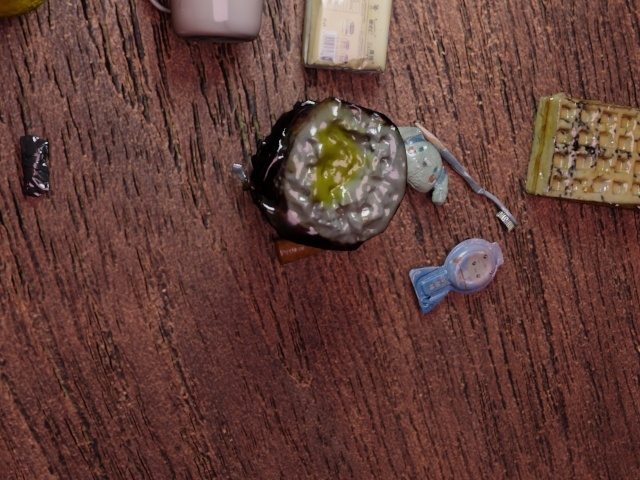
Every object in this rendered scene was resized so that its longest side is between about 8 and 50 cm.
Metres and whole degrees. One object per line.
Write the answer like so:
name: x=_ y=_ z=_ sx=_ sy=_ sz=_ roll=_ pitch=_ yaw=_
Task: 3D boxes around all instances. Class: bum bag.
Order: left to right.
bum bag: x=-0.571 y=-0.148 z=1.300 sx=0.057 sy=0.034 sz=0.125 roll=-2 pitch=100 yaw=-1

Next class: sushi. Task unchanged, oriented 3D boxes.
sushi: x=0.004 y=-0.133 z=1.328 sx=0.281 sy=0.294 sz=0.299 roll=38 pitch=89 yaw=-21

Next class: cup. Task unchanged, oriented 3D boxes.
cup: x=-0.233 y=-0.497 z=1.273 sx=0.252 sy=0.191 sz=0.201 roll=5 pitch=102 yaw=14

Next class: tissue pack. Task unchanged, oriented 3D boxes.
tissue pack: x=0.058 y=-0.475 z=1.392 sx=0.186 sy=0.090 sz=0.223 roll=1 pitch=97 yaw=-13

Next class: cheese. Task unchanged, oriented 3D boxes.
cheese: x=0.337 y=0.078 z=1.580 sx=0.244 sy=0.052 sz=0.135 roll=-24 pitch=105 yaw=-11

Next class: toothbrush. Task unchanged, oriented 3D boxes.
toothbrush: x=0.352 y=-0.153 z=1.559 sx=0.037 sy=0.028 sz=0.375 roll=-46 pitch=108 yaw=3

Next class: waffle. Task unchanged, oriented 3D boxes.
waffle: x=0.699 y=-0.214 z=1.600 sx=0.375 sy=0.114 sz=0.261 roll=6 pitch=98 yaw=-16

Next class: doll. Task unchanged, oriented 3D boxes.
doll: x=0.230 y=-0.177 z=1.500 sx=0.103 sy=0.071 sz=0.214 roll=-38 pitch=99 yaw=-19

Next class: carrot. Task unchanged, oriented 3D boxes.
carrot: x=0.000 y=0.000 z=1.474 sx=0.209 sy=0.061 sz=0.061 roll=-16 pitch=103 yaw=-16

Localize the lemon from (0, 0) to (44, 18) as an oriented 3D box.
lemon: x=-0.599 y=-0.515 z=1.117 sx=0.309 sy=0.258 sz=0.258 roll=-1 pitch=99 yaw=-11
